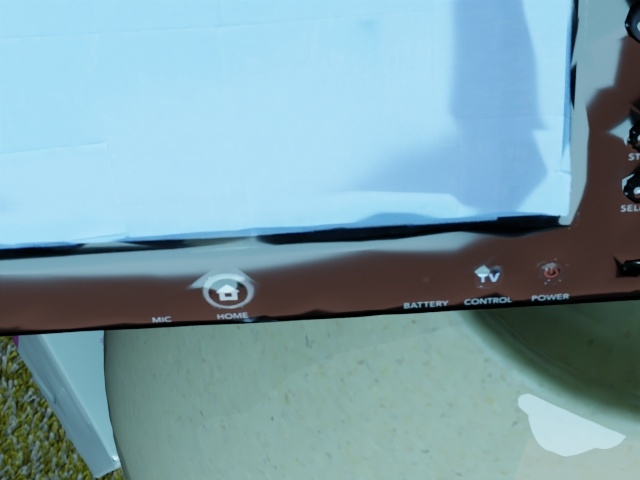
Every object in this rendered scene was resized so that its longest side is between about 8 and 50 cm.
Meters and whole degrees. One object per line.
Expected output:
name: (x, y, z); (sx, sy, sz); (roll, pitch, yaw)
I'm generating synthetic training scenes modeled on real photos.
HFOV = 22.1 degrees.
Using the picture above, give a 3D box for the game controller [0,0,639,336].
game controller: (-0.029, -0.047, 0.392); (0.319, 0.166, 0.067); (-3, -148, 3)

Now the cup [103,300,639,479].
cup: (0.086, 0.009, 0.580); (0.331, 0.331, 0.237); (-3, 163, -7)

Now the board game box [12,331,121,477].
board game box: (0.000, 0.000, 0.820); (0.303, 0.097, 0.224); (-30, 178, -14)
